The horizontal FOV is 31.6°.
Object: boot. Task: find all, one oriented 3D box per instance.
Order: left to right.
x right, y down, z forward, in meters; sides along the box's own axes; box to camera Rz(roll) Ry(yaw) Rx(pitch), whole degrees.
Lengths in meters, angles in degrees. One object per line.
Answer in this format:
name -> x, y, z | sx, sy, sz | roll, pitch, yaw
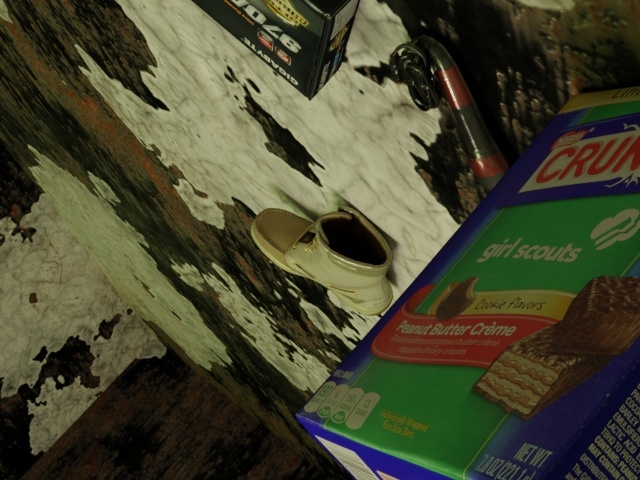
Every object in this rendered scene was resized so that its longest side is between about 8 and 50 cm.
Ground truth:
boot -> 0.000, 0.000, 1.421 | 0.213, 0.077, 0.165 | 33, 163, 15

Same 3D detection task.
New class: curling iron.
curling iron -> 0.140, -0.069, 0.979 | 0.274, 0.035, 0.068 | 53, 166, -29

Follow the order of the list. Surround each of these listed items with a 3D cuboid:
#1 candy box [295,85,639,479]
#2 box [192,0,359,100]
candy box -> 0.172, 0.044, 0.675 | 0.122, 0.317, 0.268 | 50, 162, -17
box -> -0.067, -0.241, 1.001 | 0.220, 0.051, 0.175 | 41, 164, 5
